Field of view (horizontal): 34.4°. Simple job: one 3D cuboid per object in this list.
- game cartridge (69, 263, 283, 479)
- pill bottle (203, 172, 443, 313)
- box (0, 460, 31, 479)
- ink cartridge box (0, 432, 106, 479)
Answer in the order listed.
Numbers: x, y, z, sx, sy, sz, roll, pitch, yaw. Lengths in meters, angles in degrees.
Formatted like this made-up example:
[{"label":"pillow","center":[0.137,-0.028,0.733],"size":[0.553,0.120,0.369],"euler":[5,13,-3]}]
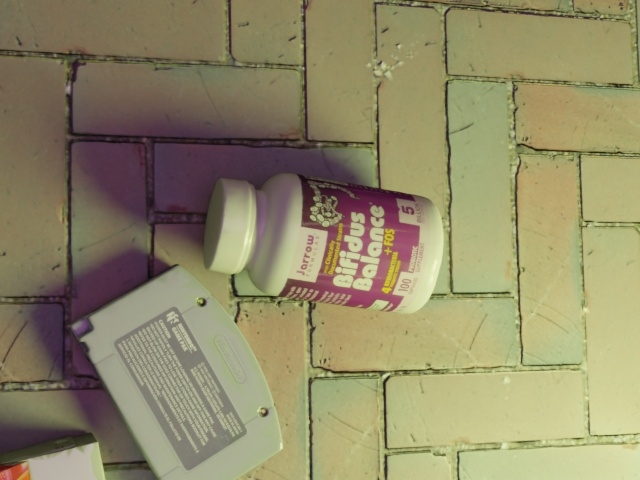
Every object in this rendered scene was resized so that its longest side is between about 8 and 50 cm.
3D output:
[{"label":"game cartridge","center":[-0.181,0.192,1.397],"size":[0.196,0.060,0.294],"euler":[-30,94,-13]},{"label":"pill bottle","center":[0.000,0.000,1.406],"size":[0.301,0.169,0.169],"euler":[8,83,-16]},{"label":"box","center":[-0.465,0.338,1.194],"size":[0.257,0.128,0.123],"euler":[-11,88,23]},{"label":"ink cartridge box","center":[-0.329,0.343,1.300],"size":[0.127,0.128,0.176],"euler":[-10,87,-17]}]
